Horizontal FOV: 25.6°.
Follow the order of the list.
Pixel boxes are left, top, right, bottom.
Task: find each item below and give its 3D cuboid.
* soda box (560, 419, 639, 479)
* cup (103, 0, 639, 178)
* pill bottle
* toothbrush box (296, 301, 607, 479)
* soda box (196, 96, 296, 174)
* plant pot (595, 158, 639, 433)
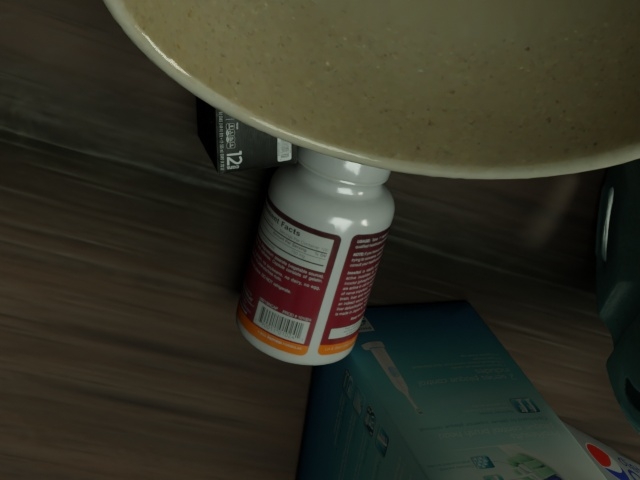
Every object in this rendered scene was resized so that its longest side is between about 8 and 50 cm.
[{"bbox_3d":[0.238,0.235,1.169,0.286,0.091,0.098,29,106,-33],"label":"soda box"},{"bbox_3d":[0.071,-0.214,0.692,0.331,0.237,0.331,9,154,4],"label":"cup"},{"bbox_3d":[0.000,0.000,0.938,0.086,0.086,0.152,5,118,-24],"label":"pill bottle"},{"bbox_3d":[0.090,0.209,0.971,0.126,0.295,0.216,-2,119,-20],"label":"toothbrush box"},{"bbox_3d":[-0.047,-0.129,0.859,0.053,0.060,0.169,-8,123,-15],"label":"soda box"},{"bbox_3d":[0.384,0.016,0.954,0.334,0.341,0.341,3,119,-8],"label":"plant pot"}]
